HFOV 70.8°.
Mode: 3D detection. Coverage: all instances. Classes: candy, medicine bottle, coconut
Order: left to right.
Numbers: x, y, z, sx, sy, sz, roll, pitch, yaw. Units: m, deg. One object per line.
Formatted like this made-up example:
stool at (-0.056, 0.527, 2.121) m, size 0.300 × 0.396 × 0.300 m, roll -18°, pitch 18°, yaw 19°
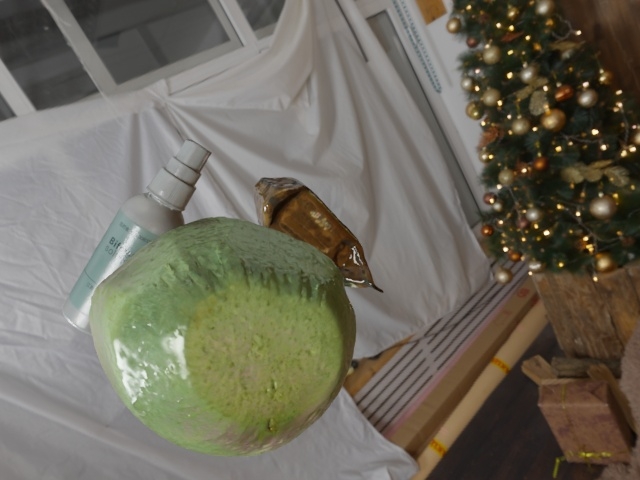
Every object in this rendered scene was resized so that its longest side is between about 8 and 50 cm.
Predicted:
medicine bottle at (-0.293, -0.009, 0.752) m, size 0.352 × 0.110 × 0.110 m, roll -58°, pitch 12°, yaw 5°
coconut at (-0.084, 0.079, 0.414) m, size 0.235 × 0.205 × 0.236 m, roll -24°, pitch 15°, yaw 7°
candy at (0.000, 0.000, 0.761) m, size 0.101 × 0.271 × 0.143 m, roll -47°, pitch 21°, yaw 1°
